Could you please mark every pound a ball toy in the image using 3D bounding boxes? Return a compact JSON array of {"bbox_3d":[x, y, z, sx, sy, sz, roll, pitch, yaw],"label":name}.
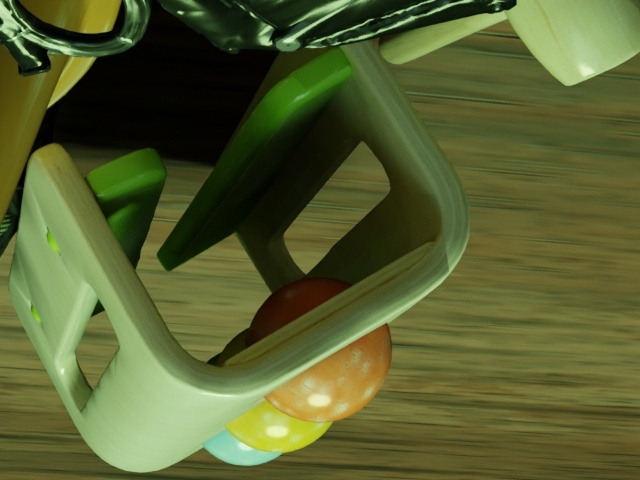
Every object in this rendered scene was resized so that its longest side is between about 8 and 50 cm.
[{"bbox_3d":[0.000,0.000,0.712,0.208,0.136,0.319,-29,175,-17],"label":"pound a ball toy"}]

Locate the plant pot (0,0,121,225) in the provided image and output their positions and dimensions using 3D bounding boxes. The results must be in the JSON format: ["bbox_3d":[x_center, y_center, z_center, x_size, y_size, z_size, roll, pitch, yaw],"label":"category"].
[{"bbox_3d":[-0.159,-0.054,0.500,0.205,0.188,0.205,0,143,0],"label":"plant pot"}]

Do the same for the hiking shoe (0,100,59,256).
[{"bbox_3d":[-0.136,-0.057,0.698,0.086,0.114,0.227,0,154,-3],"label":"hiking shoe"}]

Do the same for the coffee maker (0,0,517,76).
[{"bbox_3d":[-0.005,-0.150,0.442,0.171,0.178,0.120,-5,151,6],"label":"coffee maker"}]
